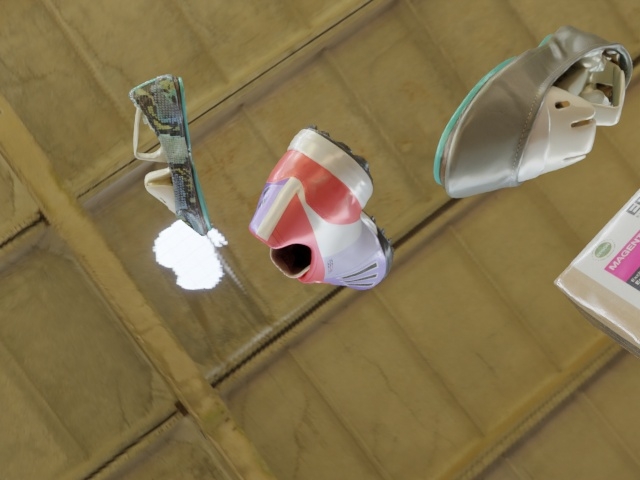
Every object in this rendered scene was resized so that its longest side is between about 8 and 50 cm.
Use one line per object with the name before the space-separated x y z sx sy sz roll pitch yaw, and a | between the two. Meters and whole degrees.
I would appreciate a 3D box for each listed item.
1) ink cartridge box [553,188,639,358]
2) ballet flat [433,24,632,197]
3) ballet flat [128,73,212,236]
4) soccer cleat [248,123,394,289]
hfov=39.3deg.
ink cartridge box | 0.397 0.019 0.965 0.088 0.193 0.235 40 -87 -26
ballet flat | 0.137 -0.078 0.525 0.213 0.068 0.072 -41 -35 -49
ballet flat | -0.160 -0.083 0.936 0.070 0.070 0.188 -18 -57 -17
soccer cleat | 0.000 0.000 0.915 0.108 0.318 0.116 35 -101 18
